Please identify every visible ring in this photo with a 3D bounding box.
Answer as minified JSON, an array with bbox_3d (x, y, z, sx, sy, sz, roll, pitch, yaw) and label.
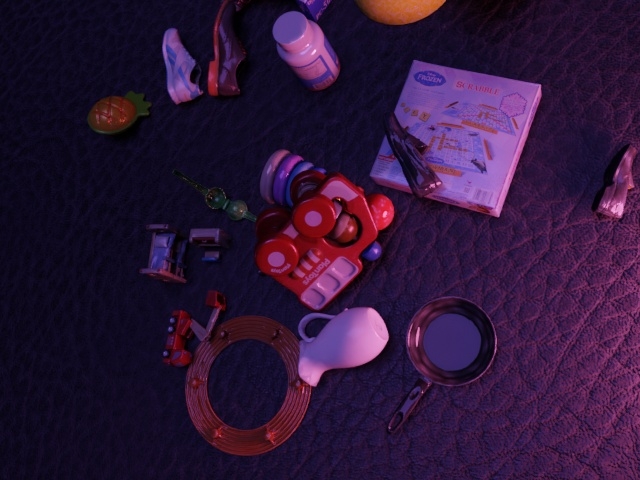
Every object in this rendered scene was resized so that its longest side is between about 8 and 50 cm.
[{"bbox_3d":[-0.183,0.347,1.648,0.337,0.032,0.336,-6,72,18],"label":"ring"}]

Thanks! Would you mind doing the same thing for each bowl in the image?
[{"bbox_3d":[0.200,-0.725,1.752,0.290,0.156,0.289,-5,73,17],"label":"bowl"}]

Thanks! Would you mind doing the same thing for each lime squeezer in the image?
[{"bbox_3d":[-0.238,-0.100,1.763,0.310,0.110,0.058,30,67,-6],"label":"lime squeezer"}]

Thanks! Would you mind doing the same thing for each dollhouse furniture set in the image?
[{"bbox_3d":[-0.344,0.034,1.740,0.184,0.129,0.129,-1,75,19],"label":"dollhouse furniture set"}]

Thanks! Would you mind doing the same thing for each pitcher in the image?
[{"bbox_3d":[0.041,0.217,1.567,0.207,0.125,0.177,-31,51,21],"label":"pitcher"}]

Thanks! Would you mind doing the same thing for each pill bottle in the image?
[{"bbox_3d":[-0.038,-0.484,1.730,0.124,0.221,0.124,-5,73,18],"label":"pill bottle"}]

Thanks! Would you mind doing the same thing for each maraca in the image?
[{"bbox_3d":[-0.580,-0.369,1.960,0.186,0.099,0.127,-32,70,-20],"label":"maraca"}]

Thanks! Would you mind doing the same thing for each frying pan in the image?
[{"bbox_3d":[0.275,0.285,1.494,0.197,0.053,0.326,9,80,21],"label":"frying pan"}]

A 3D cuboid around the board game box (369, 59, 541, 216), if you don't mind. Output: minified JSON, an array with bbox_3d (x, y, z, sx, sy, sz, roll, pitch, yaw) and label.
[{"bbox_3d":[0.321,-0.249,1.621,0.319,0.066,0.318,19,82,23],"label":"board game box"}]

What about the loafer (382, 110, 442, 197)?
[{"bbox_3d":[0.211,-0.206,1.575,0.078,0.076,0.223,-25,73,7],"label":"loafer"}]

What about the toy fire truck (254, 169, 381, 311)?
[{"bbox_3d":[0.000,0.000,1.562,0.302,0.254,0.169,-45,22,18],"label":"toy fire truck"}]

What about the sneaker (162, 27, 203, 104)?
[{"bbox_3d":[-0.392,-0.503,1.942,0.092,0.087,0.228,-13,78,8],"label":"sneaker"}]

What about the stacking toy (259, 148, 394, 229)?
[{"bbox_3d":[0.023,-0.112,1.657,0.330,0.141,0.141,20,82,20],"label":"stacking toy"}]

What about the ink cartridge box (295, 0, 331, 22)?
[{"bbox_3d":[0.016,-0.708,1.844,0.046,0.097,0.207,34,87,24],"label":"ink cartridge box"}]

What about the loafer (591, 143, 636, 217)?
[{"bbox_3d":[0.653,-0.128,1.482,0.061,0.062,0.170,25,87,2],"label":"loafer"}]

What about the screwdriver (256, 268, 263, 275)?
[{"bbox_3d":[-0.103,0.020,1.725,0.024,0.025,0.170,36,80,25],"label":"screwdriver"}]

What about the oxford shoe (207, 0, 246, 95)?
[{"bbox_3d":[-0.249,-0.533,1.892,0.098,0.097,0.271,6,90,2],"label":"oxford shoe"}]

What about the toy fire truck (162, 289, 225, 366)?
[{"bbox_3d":[-0.317,0.224,1.711,0.135,0.047,0.192,-4,65,25],"label":"toy fire truck"}]

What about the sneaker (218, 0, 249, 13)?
[{"bbox_3d":[-0.189,-0.692,1.921,0.281,0.106,0.162,32,94,33],"label":"sneaker"}]
